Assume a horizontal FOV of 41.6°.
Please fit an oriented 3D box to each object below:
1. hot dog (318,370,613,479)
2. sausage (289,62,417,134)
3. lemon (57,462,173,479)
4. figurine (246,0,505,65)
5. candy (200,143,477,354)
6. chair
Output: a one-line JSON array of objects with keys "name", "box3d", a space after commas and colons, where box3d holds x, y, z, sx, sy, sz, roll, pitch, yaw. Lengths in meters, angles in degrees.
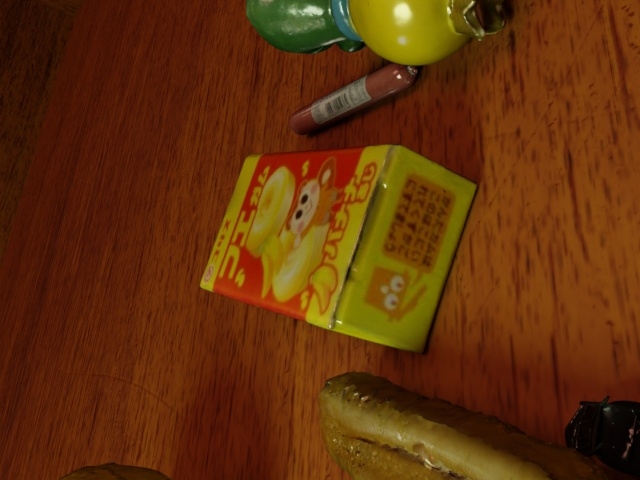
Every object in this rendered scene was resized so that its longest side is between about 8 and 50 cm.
[{"name": "hot dog", "box3d": [0.079, 0.135, 0.491, 0.289, 0.068, 0.083, -169, 86, -66]}, {"name": "sausage", "box3d": [0.026, -0.138, 0.835, 0.223, 0.029, 0.029, -13, 59, 58]}, {"name": "lemon", "box3d": [-0.161, 0.286, 0.675, 0.260, 0.204, 0.204, 26, 93, 63]}, {"name": "figurine", "box3d": [0.068, -0.212, 0.738, 0.234, 0.185, 0.127, -1, 98, 35]}, {"name": "candy", "box3d": [0.000, 0.000, 0.717, 0.276, 0.088, 0.146, 4, 75, 61]}, {"name": "chair", "box3d": [0.154, 0.099, 0.428, 0.086, 0.042, 0.037, 76, -151, -74]}]
